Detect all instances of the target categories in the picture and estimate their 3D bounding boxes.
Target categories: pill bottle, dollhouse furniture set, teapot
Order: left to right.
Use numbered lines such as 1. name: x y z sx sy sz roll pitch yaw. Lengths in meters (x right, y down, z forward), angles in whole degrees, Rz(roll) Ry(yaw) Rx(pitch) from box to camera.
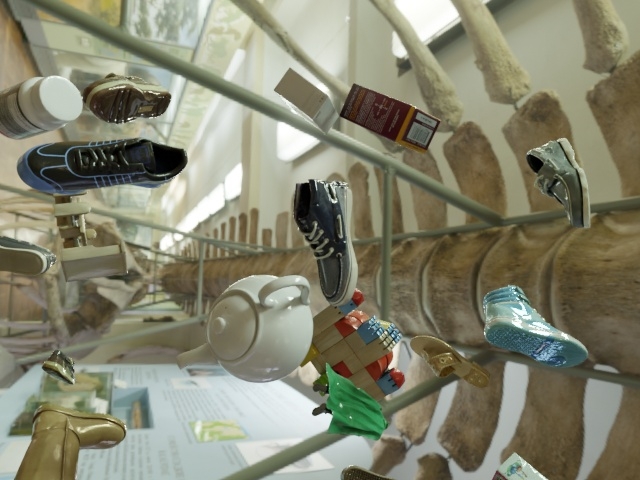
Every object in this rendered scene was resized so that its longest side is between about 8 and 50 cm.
1. pill bottle: -0.893 -0.417 1.517 0.284 0.161 0.161 -4 -99 30
2. dollhouse furniture set: -0.661 -0.016 1.398 0.212 0.161 0.242 110 -37 -48
3. teapot: -0.149 0.182 1.030 0.253 0.187 0.255 11 -96 35

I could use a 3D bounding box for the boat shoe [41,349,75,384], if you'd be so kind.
1. boat shoe: -0.566 0.282 1.068 0.152 0.056 0.049 120 -11 -59

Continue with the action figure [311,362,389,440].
1. action figure: 0.073 0.359 1.003 0.064 0.232 0.137 -23 -134 33

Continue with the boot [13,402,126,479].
1. boot: -0.558 0.509 1.091 0.089 0.236 0.269 -58 -150 12

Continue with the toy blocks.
1. toy blocks: 0.105 0.302 1.360 0.261 0.191 0.381 -40 -97 30

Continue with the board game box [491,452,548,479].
1. board game box: 0.585 0.760 1.277 0.303 0.098 0.223 34 -50 38

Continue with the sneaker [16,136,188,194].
1. sneaker: -0.311 -0.119 0.718 0.091 0.232 0.081 -19 -96 42

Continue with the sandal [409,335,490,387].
1. sandal: 0.354 0.352 1.354 0.079 0.240 0.088 -43 155 -53

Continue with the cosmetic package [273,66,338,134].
1. cosmetic package: -0.023 -0.293 1.040 0.060 0.099 0.239 -55 178 8

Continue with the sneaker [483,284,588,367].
1. sneaker: 0.619 0.234 1.413 0.208 0.319 0.127 -81 -163 -49

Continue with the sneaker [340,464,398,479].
1. sneaker: 0.132 0.548 1.066 0.066 0.189 0.071 -61 179 -24

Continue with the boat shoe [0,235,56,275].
1. boat shoe: -0.672 0.027 1.037 0.065 0.206 0.075 -64 167 -78

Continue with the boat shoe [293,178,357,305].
1. boat shoe: 0.000 0.000 1.265 0.127 0.158 0.340 -15 -107 42

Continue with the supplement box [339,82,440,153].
1. supplement box: 0.148 -0.265 1.049 0.188 0.104 0.080 37 -71 39

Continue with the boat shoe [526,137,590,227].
1. boat shoe: 0.537 -0.127 1.099 0.319 0.099 0.116 -74 149 -50

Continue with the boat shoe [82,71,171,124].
1. boat shoe: -0.422 -0.305 1.019 0.095 0.095 0.257 -55 178 16
